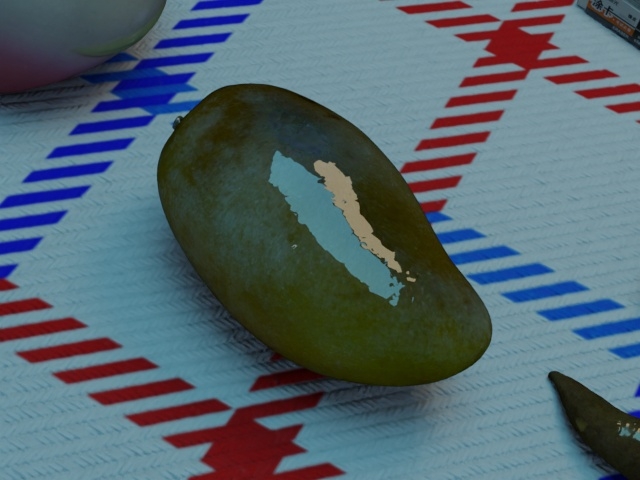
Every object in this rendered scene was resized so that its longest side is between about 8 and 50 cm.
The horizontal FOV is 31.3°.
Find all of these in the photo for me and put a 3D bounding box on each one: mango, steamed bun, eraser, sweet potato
[{"bbox_3d":[0.000,0.000,1.103,0.384,0.199,0.221,39,56,17],"label":"mango"},{"bbox_3d":[-0.314,-0.295,1.245,0.309,0.309,0.309,5,53,-6],"label":"steamed bun"},{"bbox_3d":[0.393,-0.296,1.478,0.122,0.052,0.029,40,57,19],"label":"eraser"},{"bbox_3d":[0.328,0.215,1.088,0.281,0.059,0.067,38,48,16],"label":"sweet potato"}]
